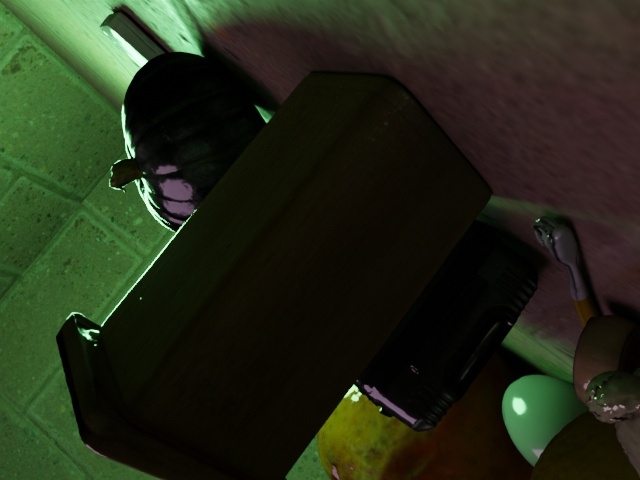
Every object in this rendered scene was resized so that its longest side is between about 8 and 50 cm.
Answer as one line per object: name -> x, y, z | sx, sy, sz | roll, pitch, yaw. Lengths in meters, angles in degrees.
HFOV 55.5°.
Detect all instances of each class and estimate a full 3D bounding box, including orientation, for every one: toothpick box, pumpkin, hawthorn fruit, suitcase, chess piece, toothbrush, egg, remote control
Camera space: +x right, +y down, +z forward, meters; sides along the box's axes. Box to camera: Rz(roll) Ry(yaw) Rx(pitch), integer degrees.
toothpick box -> -0.031, 0.029, 0.496 | 0.190, 0.308, 0.187 | 40, 175, -29
pumpkin -> -0.165, -0.113, 0.775 | 0.250, 0.216, 0.250 | 49, 151, 39
hawthorn fruit -> 0.225, 0.386, 1.259 | 0.472, 0.471, 0.472 | 38, 175, 4
suitcase -> 0.120, 0.098, 0.669 | 0.128, 0.202, 0.312 | 36, 175, 15
chess piece -> 0.247, 0.105, 0.518 | 0.038, 0.083, 0.084 | 5, 153, 42
toothbrush -> 0.231, 0.055, 0.539 | 0.024, 0.021, 0.288 | 48, -177, 42
egg -> 0.380, 0.298, 0.971 | 0.198, 0.146, 0.146 | 47, -177, 43
remote control -> -0.226, -0.248, 0.939 | 0.250, 0.034, 0.103 | 40, 175, -32

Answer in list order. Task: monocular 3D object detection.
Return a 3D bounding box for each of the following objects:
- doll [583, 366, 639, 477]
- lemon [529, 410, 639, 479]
doll -> 0.301, 0.158, 0.408 | 0.175, 0.149, 0.278 | -11, 155, 39
lemon -> 0.341, 0.286, 0.607 | 0.267, 0.267, 0.267 | 38, 175, 4
